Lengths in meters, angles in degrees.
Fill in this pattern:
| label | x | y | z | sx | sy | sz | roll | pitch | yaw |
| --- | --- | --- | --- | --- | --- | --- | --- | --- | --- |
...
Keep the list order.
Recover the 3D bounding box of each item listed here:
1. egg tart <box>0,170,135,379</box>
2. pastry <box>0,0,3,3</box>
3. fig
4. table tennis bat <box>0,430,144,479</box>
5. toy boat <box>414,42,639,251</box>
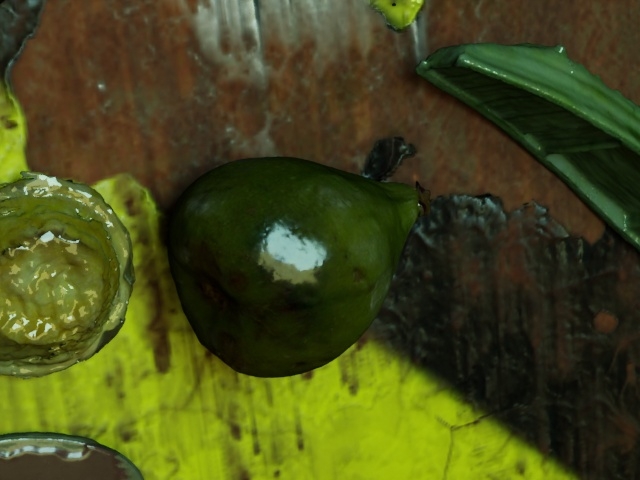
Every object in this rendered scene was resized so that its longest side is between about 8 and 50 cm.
| label | x | y | z | sx | sy | sz | roll | pitch | yaw |
| --- | --- | --- | --- | --- | --- | --- | --- | --- | --- |
| egg tart | -0.163 | 0.026 | 0.763 | 0.129 | 0.049 | 0.128 | -7 | 109 | -23 |
| pastry | -0.222 | -0.248 | 0.599 | 0.356 | 0.164 | 0.355 | -4 | 102 | -20 |
| fig | 0.004 | 0.002 | 0.796 | 0.185 | 0.126 | 0.132 | -23 | 100 | -15 |
| table tennis bat | -0.141 | 0.185 | 0.835 | 0.235 | 0.022 | 0.131 | 8 | 100 | -26 |
| toy boat | 0.185 | -0.057 | 0.885 | 0.293 | 0.093 | 0.055 | 34 | 70 | -29 |
